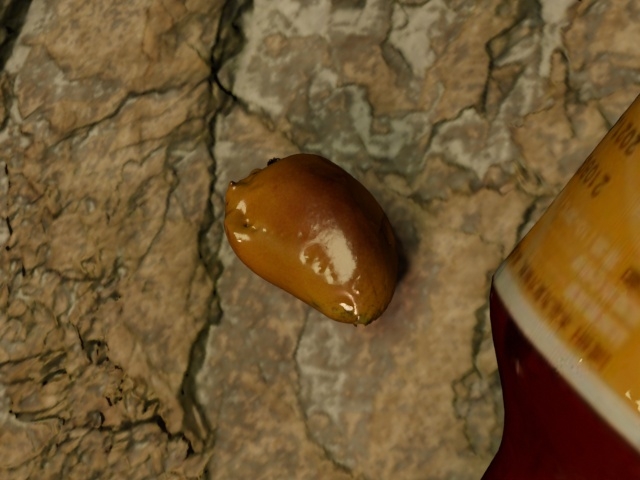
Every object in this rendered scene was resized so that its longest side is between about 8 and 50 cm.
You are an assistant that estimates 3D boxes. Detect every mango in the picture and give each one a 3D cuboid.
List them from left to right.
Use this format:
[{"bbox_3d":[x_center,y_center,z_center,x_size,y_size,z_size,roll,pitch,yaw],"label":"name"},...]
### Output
[{"bbox_3d":[0.000,0.000,0.834,0.077,0.063,0.127,-46,53,-1],"label":"mango"}]

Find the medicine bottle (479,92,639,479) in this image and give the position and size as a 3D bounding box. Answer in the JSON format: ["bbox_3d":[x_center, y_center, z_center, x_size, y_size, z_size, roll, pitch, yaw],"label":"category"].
[{"bbox_3d":[0.149,0.106,0.570,0.395,0.242,0.242,-57,46,14],"label":"medicine bottle"}]
